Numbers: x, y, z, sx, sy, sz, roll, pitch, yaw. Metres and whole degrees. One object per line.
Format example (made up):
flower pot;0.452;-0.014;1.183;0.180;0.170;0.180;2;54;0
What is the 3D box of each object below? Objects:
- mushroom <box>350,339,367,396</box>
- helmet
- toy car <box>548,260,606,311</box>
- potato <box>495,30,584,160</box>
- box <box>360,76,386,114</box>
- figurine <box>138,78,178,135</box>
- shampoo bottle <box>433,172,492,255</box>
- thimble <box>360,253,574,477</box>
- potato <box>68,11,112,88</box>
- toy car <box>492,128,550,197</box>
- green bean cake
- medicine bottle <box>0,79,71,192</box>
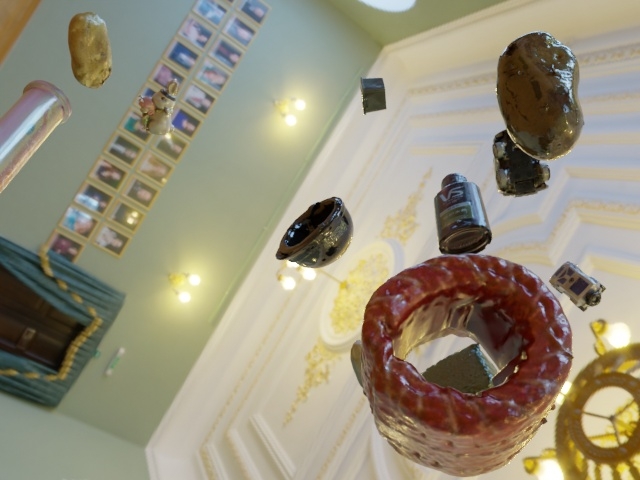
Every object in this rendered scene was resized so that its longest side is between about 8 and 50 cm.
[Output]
mushroom;0.142;0.406;1.928;0.071;0.209;0.084;-38;-151;-29
helmet;0.000;0.000;1.935;0.279;0.160;0.230;-53;-155;-20
toy car;0.630;0.110;1.518;0.080;0.070;0.171;-49;-160;10
potato;0.439;-0.287;1.243;0.165;0.164;0.263;-16;-105;59
box;0.153;-0.422;1.783;0.122;0.068;0.084;-91;175;-55
figurine;-0.424;-0.350;1.610;0.081;0.098;0.146;43;-49;36
shampoo bottle;0.343;-0.073;1.519;0.129;0.084;0.323;-23;-156;20
thimble;0.240;0.210;1.054;0.231;0.349;0.350;83;20;-55
potato;-0.506;-0.417;1.356;0.107;0.079;0.171;-80;174;-55
toy car;0.665;-0.265;2.106;0.158;0.172;0.235;-153;-127;-87
green bean cake;0.416;0.455;1.809;0.246;0.156;0.250;-35;-166;11
medicine bottle;-0.650;-0.160;1.234;0.108;0.108;0.426;-37;-153;42
